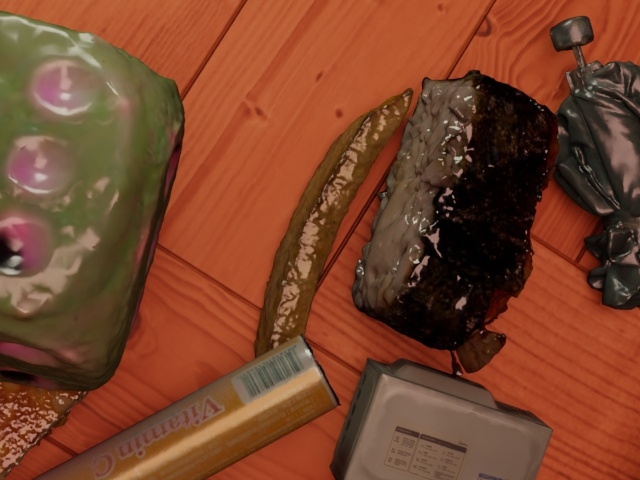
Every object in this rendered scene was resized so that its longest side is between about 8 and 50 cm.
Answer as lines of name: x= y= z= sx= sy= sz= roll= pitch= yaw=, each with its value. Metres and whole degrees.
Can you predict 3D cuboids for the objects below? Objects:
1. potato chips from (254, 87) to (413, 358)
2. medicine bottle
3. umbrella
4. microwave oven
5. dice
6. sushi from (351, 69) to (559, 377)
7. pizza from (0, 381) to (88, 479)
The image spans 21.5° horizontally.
potato chips: x=0.000 y=0.000 z=1.940 sx=0.080 sy=0.057 sz=0.407 roll=23 pitch=83 yaw=-13
medicine bottle: x=-0.183 y=0.243 z=1.836 sx=0.426 sy=0.108 sz=0.108 roll=-28 pitch=90 yaw=-2
umbrella: x=0.345 y=-0.095 z=1.986 sx=0.143 sy=0.094 sz=0.349 roll=-19 pitch=86 yaw=-4
microwave oven: x=0.134 y=0.233 z=1.905 sx=0.208 sy=0.122 sz=0.162 roll=19 pitch=92 yaw=-8
dice: x=-0.322 y=-0.037 z=1.734 sx=0.318 sy=0.330 sz=0.322 roll=15 pitch=72 yaw=-3
sushi: x=0.160 y=-0.022 z=1.899 sx=0.181 sy=0.196 sz=0.343 roll=19 pitch=81 yaw=-11
pizza: x=-0.321 y=0.167 z=1.874 sx=0.193 sy=0.053 sz=0.201 roll=-6 pitch=75 yaw=-8
